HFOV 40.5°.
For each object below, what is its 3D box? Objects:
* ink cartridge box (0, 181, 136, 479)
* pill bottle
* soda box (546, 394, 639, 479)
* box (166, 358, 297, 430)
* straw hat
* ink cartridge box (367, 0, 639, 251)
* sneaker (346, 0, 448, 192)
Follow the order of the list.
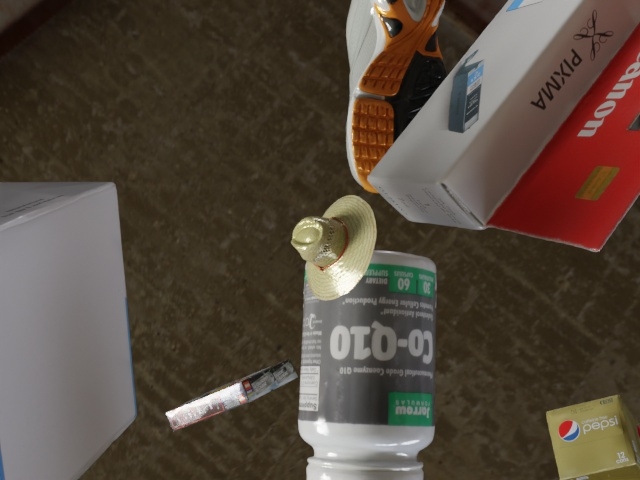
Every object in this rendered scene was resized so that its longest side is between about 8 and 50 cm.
[{"bbox_3d":[-0.301,0.069,0.613,0.270,0.197,0.198,1,-76,13],"label":"ink cartridge box"},{"bbox_3d":[0.071,0.205,1.297,0.204,0.204,0.360,4,-100,-13],"label":"pill bottle"},{"bbox_3d":[0.251,0.191,0.736,0.061,0.181,0.058,-20,-125,22],"label":"soda box"},{"bbox_3d":[-0.106,0.184,1.034,0.094,0.137,0.027,-18,-97,-55],"label":"box"},{"bbox_3d":[0.000,0.000,1.041,0.061,0.144,0.144,18,-115,-31],"label":"straw hat"},{"bbox_3d":[0.198,-0.136,0.693,0.066,0.261,0.296,42,-100,-20],"label":"ink cartridge box"},{"bbox_3d":[0.069,-0.174,0.871,0.099,0.121,0.262,10,-95,-15],"label":"sneaker"}]
